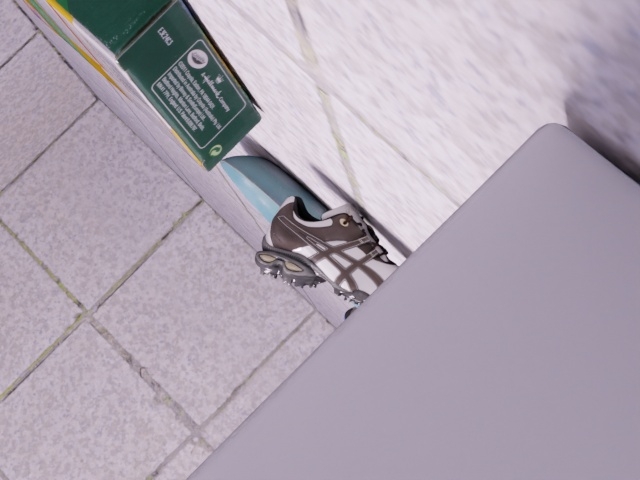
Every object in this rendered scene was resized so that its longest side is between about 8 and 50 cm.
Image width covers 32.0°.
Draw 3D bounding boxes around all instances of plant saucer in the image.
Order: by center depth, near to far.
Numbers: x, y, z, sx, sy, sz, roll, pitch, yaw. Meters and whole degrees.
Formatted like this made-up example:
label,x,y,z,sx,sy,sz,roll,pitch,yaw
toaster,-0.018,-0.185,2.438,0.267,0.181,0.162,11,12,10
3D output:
label,x,y,z,sx,sy,sz,roll,pitch,yaw
plant saucer,0.000,0.000,1.401,0.317,0.044,0.317,45,175,5

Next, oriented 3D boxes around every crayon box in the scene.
label,x,y,z,sx,sy,sz,roll,pitch,yaw
crayon box,-0.215,-0.226,1.079,0.323,0.083,0.203,41,174,30

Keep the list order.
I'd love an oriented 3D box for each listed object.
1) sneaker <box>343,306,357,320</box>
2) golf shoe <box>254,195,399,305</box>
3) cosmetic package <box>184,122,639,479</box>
label,x,y,z,sx,sy,sz,roll,pitch,yaw
sneaker,0.111,0.162,1.767,0.188,0.067,0.078,44,154,32
golf shoe,0.036,0.014,1.082,0.198,0.094,0.077,17,-178,14
cosmetic package,0.131,0.223,0.546,0.327,0.329,0.394,43,174,23
